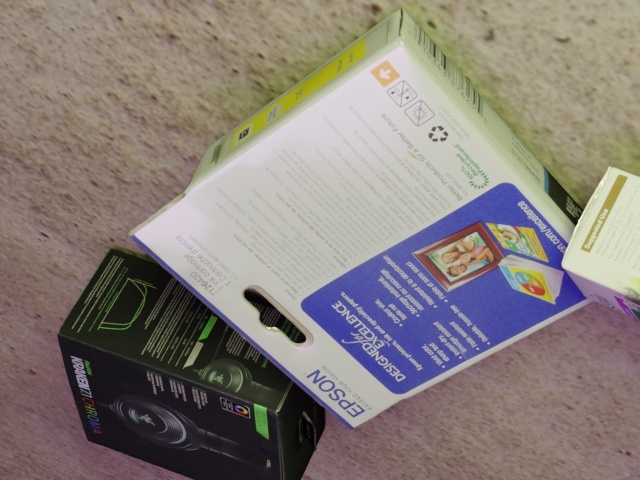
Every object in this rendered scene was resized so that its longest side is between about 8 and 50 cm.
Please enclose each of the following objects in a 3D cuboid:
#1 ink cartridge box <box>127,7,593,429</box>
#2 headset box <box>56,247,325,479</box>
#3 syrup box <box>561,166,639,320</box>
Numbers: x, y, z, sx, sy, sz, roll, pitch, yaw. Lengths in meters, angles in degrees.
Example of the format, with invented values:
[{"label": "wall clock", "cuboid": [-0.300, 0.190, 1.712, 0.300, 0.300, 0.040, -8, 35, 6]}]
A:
[{"label": "ink cartridge box", "cuboid": [0.047, -0.002, 1.189, 0.307, 0.072, 0.303, -31, 119, 30]}, {"label": "headset box", "cuboid": [-0.129, 0.167, 1.558, 0.283, 0.131, 0.246, 18, 145, 13]}, {"label": "syrup box", "cuboid": [0.315, 0.036, 1.050, 0.237, 0.096, 0.093, 24, 172, 28]}]
